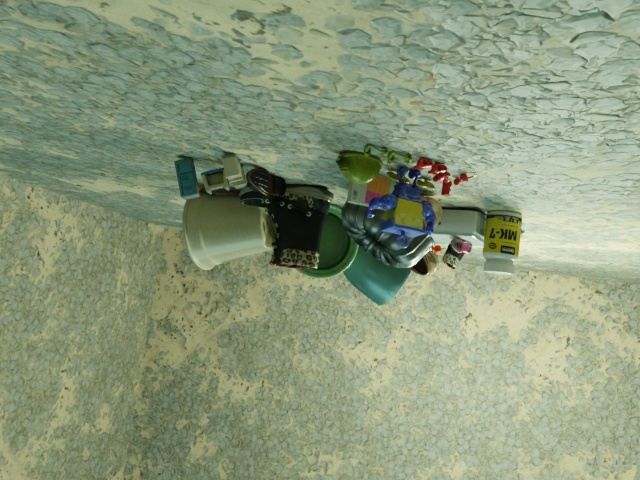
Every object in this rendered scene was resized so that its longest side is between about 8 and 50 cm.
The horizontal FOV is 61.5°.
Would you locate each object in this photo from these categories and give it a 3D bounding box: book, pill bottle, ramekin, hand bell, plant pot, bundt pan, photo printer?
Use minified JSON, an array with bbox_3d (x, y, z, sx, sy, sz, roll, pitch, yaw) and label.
[{"bbox_3d":[0.149,-0.144,1.558,0.144,0.096,0.035,11,173,-28],"label":"book"},{"bbox_3d":[0.623,0.009,1.850,0.119,0.209,0.119,7,174,1],"label":"pill bottle"},{"bbox_3d":[0.000,0.000,2.210,0.303,0.304,0.148,8,-179,-1],"label":"ramekin"},{"bbox_3d":[0.282,-0.129,1.646,0.126,0.126,0.242,5,160,29],"label":"hand bell"},{"bbox_3d":[0.230,0.095,2.322,0.235,0.293,0.293,32,169,-10],"label":"plant pot"},{"bbox_3d":[-0.341,-0.058,2.177,0.305,0.334,0.334,-6,171,15],"label":"plant pot"},{"bbox_3d":[0.200,-0.028,1.747,0.330,0.124,0.331,36,166,11],"label":"bundt pan"},{"bbox_3d":[0.466,-0.049,1.992,0.307,0.107,0.256,4,173,35],"label":"photo printer"}]

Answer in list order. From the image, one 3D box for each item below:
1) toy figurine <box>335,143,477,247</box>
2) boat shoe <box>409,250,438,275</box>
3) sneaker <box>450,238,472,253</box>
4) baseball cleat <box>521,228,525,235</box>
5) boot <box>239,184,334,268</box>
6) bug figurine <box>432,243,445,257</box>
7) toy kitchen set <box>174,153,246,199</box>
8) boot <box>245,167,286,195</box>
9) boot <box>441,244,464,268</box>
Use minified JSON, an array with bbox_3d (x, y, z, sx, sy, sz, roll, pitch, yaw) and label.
[{"bbox_3d":[0.214,-0.092,1.399,0.362,0.217,0.191,10,173,-27],"label":"toy figurine"},{"bbox_3d":[0.331,0.013,2.126,0.324,0.123,0.116,41,-151,7],"label":"boat shoe"},{"bbox_3d":[0.483,0.018,1.895,0.119,0.047,0.057,16,-178,-45],"label":"sneaker"},{"bbox_3d":[0.707,-0.024,2.098,0.109,0.072,0.206,0,-177,-21],"label":"baseball cleat"},{"bbox_3d":[-0.142,-0.050,1.913,0.377,0.284,0.138,4,173,25],"label":"boot"},{"bbox_3d":[0.416,-0.004,2.289,0.216,0.072,0.279,14,-166,4],"label":"bug figurine"},{"bbox_3d":[-0.341,-0.216,1.615,0.207,0.122,0.166,-12,173,0],"label":"toy kitchen set"},{"bbox_3d":[-0.206,-0.183,1.733,0.106,0.082,0.219,2,174,24],"label":"boot"},{"bbox_3d":[0.556,0.028,2.196,0.085,0.179,0.236,28,177,12],"label":"boot"}]
